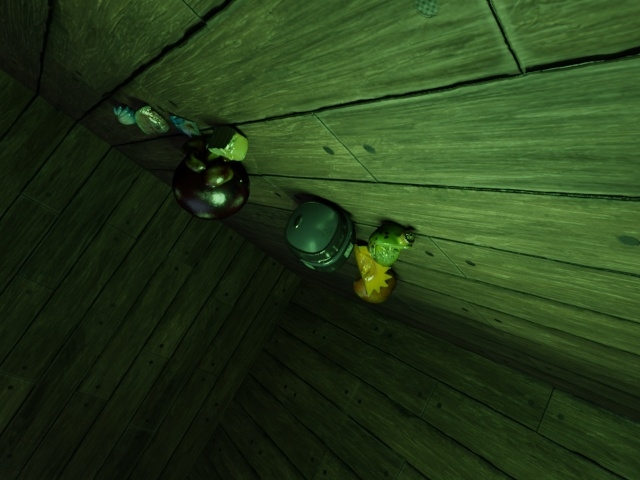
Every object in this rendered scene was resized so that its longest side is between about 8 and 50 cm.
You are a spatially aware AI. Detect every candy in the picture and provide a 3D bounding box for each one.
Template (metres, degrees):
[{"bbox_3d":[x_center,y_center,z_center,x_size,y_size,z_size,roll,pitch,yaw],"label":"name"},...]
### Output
[{"bbox_3d":[-0.525,-0.443,1.586,0.136,0.038,0.088,19,152,19],"label":"candy"}]

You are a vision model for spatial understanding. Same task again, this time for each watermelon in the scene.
[{"bbox_3d":[-0.697,-0.501,1.709,0.139,0.071,0.187,25,161,-7],"label":"watermelon"}]

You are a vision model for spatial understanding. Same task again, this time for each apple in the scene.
[{"bbox_3d":[0.263,0.204,1.929,0.195,0.196,0.196,29,168,7],"label":"apple"}]

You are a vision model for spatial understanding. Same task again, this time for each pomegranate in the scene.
[{"bbox_3d":[0.235,-0.002,1.348,0.143,0.123,0.169,6,141,-24],"label":"pomegranate"}]

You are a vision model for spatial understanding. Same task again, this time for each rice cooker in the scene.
[{"bbox_3d":[0.006,-0.009,1.559,0.267,0.267,0.224,24,168,28],"label":"rice cooker"}]

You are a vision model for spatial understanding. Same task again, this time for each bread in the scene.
[{"bbox_3d":[-0.308,-0.328,1.394,0.156,0.103,0.110,27,-179,44],"label":"bread"}]

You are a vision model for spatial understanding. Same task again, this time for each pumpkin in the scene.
[{"bbox_3d":[0.231,0.099,1.803,0.149,0.130,0.254,-111,5,-67],"label":"pumpkin"}]

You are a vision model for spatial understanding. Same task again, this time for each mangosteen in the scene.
[{"bbox_3d":[-0.434,-0.248,1.618,0.306,0.307,0.347,27,140,16],"label":"mangosteen"}]

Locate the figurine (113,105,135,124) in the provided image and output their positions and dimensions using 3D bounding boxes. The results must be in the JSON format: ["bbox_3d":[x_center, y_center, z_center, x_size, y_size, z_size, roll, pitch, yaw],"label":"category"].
[{"bbox_3d":[-0.880,-0.574,1.863,0.114,0.079,0.114,-3,151,-2],"label":"figurine"}]
